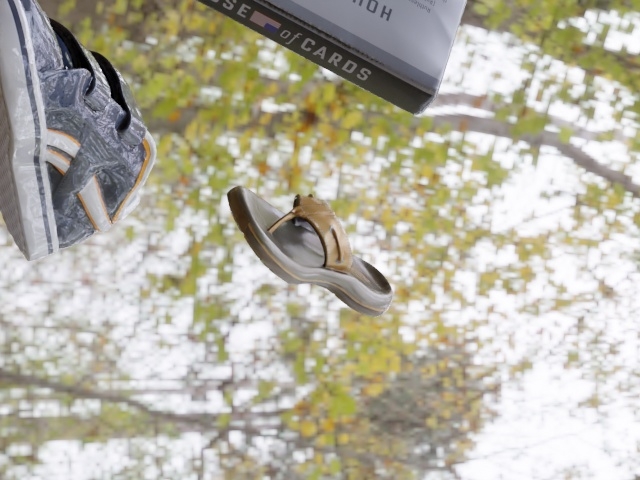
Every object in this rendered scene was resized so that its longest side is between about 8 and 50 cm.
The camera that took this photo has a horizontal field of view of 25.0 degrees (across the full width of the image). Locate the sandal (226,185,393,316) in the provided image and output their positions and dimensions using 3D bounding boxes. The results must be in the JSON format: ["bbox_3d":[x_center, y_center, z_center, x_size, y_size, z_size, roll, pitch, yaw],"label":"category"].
[{"bbox_3d":[0.000,0.000,0.976,0.049,0.180,0.072,-43,-130,16],"label":"sandal"}]

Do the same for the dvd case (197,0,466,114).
[{"bbox_3d":[0.009,-0.198,0.783,0.029,0.179,0.238,-48,-161,54],"label":"dvd case"}]

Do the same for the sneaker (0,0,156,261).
[{"bbox_3d":[-0.210,-0.111,1.161,0.126,0.127,0.321,59,-19,25],"label":"sneaker"}]
